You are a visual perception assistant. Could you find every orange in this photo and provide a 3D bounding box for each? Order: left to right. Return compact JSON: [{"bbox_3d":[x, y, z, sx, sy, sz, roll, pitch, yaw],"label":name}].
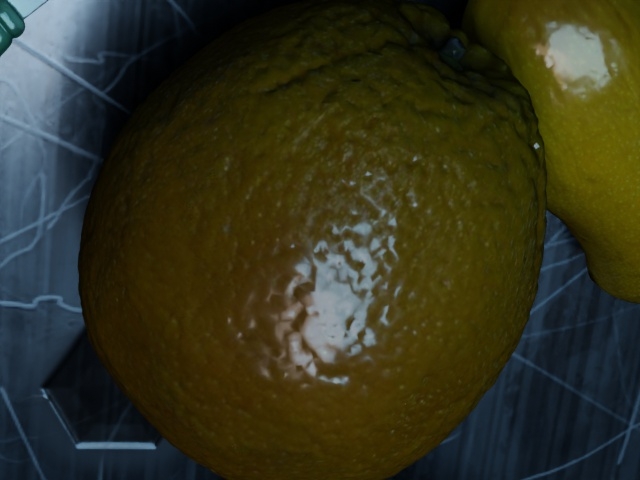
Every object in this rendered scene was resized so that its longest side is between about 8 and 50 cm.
[{"bbox_3d":[0.000,0.000,1.362,0.322,0.322,0.357,30,109,-23],"label":"orange"}]

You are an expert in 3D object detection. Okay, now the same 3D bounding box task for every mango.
[{"bbox_3d":[0.230,-0.087,1.468,0.187,0.144,0.359,-27,126,22],"label":"mango"}]

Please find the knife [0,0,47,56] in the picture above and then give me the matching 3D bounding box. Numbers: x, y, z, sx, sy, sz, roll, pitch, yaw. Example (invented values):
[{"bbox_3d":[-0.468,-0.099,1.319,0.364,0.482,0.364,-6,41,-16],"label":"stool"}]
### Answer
[{"bbox_3d":[-0.215,-0.187,1.394,0.260,0.034,0.063,-43,109,3],"label":"knife"}]
